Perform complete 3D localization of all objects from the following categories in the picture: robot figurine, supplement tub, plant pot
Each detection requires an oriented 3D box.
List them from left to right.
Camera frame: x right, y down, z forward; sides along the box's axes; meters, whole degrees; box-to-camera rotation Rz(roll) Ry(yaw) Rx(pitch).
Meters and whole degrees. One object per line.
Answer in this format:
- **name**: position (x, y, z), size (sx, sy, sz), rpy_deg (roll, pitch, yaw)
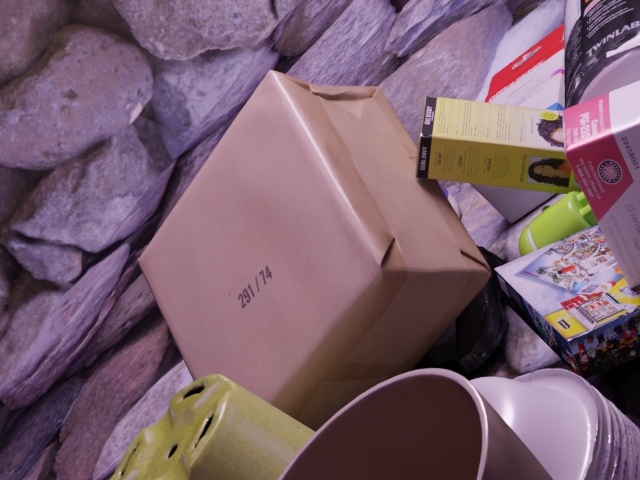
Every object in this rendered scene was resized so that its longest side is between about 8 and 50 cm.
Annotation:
- **plant pot**: position (-0.063, 0.275, 1.845), size (0.276, 0.254, 0.276), rpy_deg (-42, 21, 20)
- **plant pot**: position (0.116, 0.277, 1.394), size (0.256, 0.274, 0.256), rpy_deg (-38, 27, 24)
- **robot figurine**: position (0.256, -0.006, 1.967), size (0.115, 0.067, 0.101), rpy_deg (-39, 33, 27)
- **supplement tub**: position (0.350, -0.192, 1.903), size (0.207, 0.207, 0.338), rpy_deg (-39, 21, 28)

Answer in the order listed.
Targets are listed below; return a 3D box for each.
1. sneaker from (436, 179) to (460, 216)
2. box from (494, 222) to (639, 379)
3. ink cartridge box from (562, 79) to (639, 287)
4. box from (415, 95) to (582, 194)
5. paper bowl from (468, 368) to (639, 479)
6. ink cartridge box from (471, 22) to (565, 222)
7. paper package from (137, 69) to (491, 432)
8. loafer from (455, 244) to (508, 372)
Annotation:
- **sneaker**: position (0.000, 0.000, 2.260), size (0.323, 0.236, 0.130), rpy_deg (-53, 19, -13)
- **box**: position (0.274, 0.045, 1.770), size (0.159, 0.044, 0.233), rpy_deg (-23, 19, -4)
- **ink cartridge box**: position (0.344, -0.073, 1.668), size (0.218, 0.158, 0.092), rpy_deg (-22, 25, 16)
- **box**: position (0.220, -0.098, 2.003), size (0.087, 0.232, 0.058), rpy_deg (-80, -5, -55)
- **paper bowl**: position (0.145, 0.234, 1.633), size (0.284, 0.148, 0.284), rpy_deg (-41, 21, 20)
- **ink cartridge box**: position (0.258, -0.143, 2.210), size (0.134, 0.078, 0.231), rpy_deg (-36, 23, 33)
- **paper package**: position (-0.019, 0.031, 2.060), size (0.325, 0.168, 0.309), rpy_deg (-52, 52, 33)
- **loafer**: position (0.165, 0.073, 2.027), size (0.062, 0.061, 0.170), rpy_deg (-35, 24, 32)
